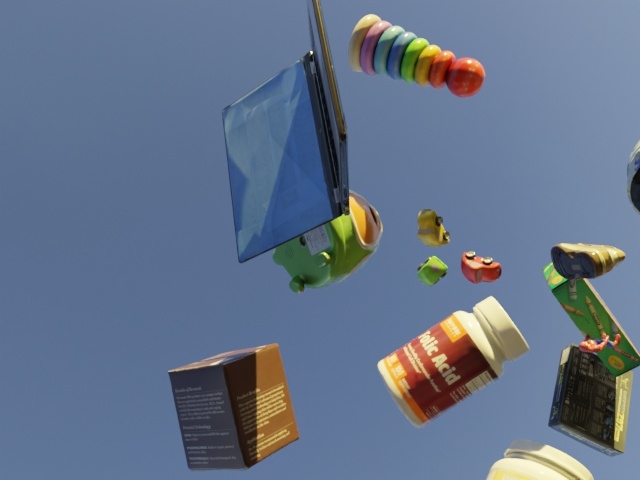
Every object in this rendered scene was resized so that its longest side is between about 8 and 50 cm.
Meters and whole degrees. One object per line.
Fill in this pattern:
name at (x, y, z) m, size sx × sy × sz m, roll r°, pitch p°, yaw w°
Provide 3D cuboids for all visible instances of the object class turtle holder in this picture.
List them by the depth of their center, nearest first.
turtle holder at (0.012, 0.009, 1.514) m, size 0.227 × 0.243 × 0.320 m, roll -14°, pitch -39°, yaw -36°

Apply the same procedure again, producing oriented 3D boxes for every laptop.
laptop at (-0.091, -0.220, 1.137) m, size 0.236 × 0.408 × 0.382 m, roll -10°, pitch -113°, yaw -1°

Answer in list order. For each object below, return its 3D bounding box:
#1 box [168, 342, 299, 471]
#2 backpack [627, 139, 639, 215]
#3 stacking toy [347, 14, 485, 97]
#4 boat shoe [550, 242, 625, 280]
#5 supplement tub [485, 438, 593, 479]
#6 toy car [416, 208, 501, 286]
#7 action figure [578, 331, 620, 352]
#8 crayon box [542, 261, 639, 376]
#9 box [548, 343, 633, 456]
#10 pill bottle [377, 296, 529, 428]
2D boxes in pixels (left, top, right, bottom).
box at (-0.172, 0.332, 1.236) m, size 0.168 × 0.167 × 0.203 m, roll -8°, pitch -97°, yaw -55°
backpack at (0.796, -0.098, 1.235) m, size 0.355 × 0.273 × 0.290 m, roll 22°, pitch -52°, yaw 3°
stacking toy at (0.236, -0.426, 1.473) m, size 0.141 × 0.330 × 0.141 m, roll -50°, pitch -25°, yaw -33°
boat shoe at (0.476, 0.034, 1.096) m, size 0.072 × 0.190 × 0.068 m, roll -18°, pitch -85°, yaw -1°
supplement tub at (0.474, 0.660, 1.418) m, size 0.241 × 0.241 × 0.331 m, roll 49°, pitch -120°, yaw -26°
toy car at (0.292, 0.058, 1.494) m, size 0.239 × 0.225 × 0.053 m, roll 42°, pitch -124°, yaw 7°
action figure at (0.457, 0.168, 1.018) m, size 0.115 × 0.038 × 0.030 m, roll -3°, pitch -87°, yaw -44°
crayon box at (0.676, 0.183, 1.542) m, size 0.081 × 0.165 × 0.278 m, roll -36°, pitch -83°, yaw 19°
box at (0.703, 0.410, 1.597) m, size 0.183 × 0.059 × 0.233 m, roll 25°, pitch -121°, yaw 0°
pill bottle at (0.382, 0.345, 1.777) m, size 0.392 × 0.224 × 0.224 m, roll -35°, pitch -64°, yaw 5°
